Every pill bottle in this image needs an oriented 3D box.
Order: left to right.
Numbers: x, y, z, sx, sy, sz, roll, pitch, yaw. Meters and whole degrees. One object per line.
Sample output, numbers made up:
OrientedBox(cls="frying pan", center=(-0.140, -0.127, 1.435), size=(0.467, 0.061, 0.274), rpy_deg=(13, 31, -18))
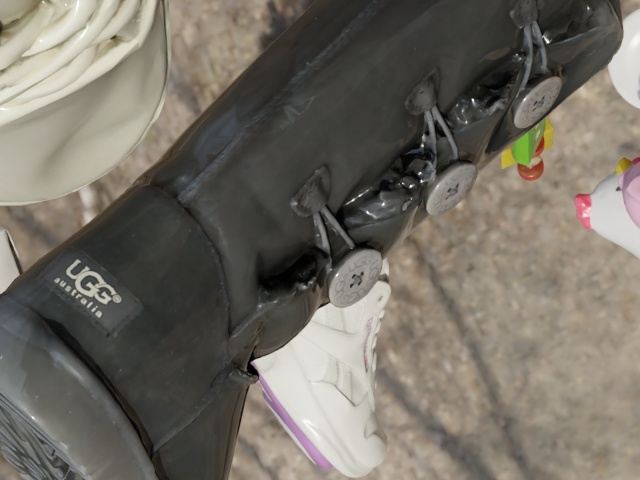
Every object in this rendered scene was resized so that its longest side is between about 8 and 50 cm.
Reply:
OrientedBox(cls="pill bottle", center=(0.363, -0.183, 1.477), size=(0.108, 0.180, 0.107), rpy_deg=(4, 98, 28))

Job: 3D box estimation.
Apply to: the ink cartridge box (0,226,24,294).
OrientedBox(cls="ink cartridge box", center=(-0.364, 0.059, 1.008), size=(0.283, 0.207, 0.117), rpy_deg=(14, 132, 26))

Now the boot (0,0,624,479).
OrientedBox(cls="boot", center=(0.000, -0.001, 0.922), size=(0.146, 0.445, 0.367), rpy_deg=(37, 160, 16))

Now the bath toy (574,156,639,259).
OrientedBox(cls="bath toy", center=(0.328, -0.021, 1.359), size=(0.348, 0.129, 0.151), rpy_deg=(-122, 43, -81))

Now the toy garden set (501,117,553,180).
OrientedBox(cls="toy garden set", center=(0.226, -0.186, 1.427), size=(0.049, 0.244, 0.204), rpy_deg=(22, 164, 15))

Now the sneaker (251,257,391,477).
OrientedBox(cls="sneaker", center=(0.013, 0.080, 1.175), size=(0.114, 0.152, 0.305), rpy_deg=(46, 170, 43))

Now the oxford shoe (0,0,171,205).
OrientedBox(cls="oxford shoe", center=(-0.125, -0.095, 0.501), size=(0.130, 0.169, 0.449), rpy_deg=(48, 169, 17))
